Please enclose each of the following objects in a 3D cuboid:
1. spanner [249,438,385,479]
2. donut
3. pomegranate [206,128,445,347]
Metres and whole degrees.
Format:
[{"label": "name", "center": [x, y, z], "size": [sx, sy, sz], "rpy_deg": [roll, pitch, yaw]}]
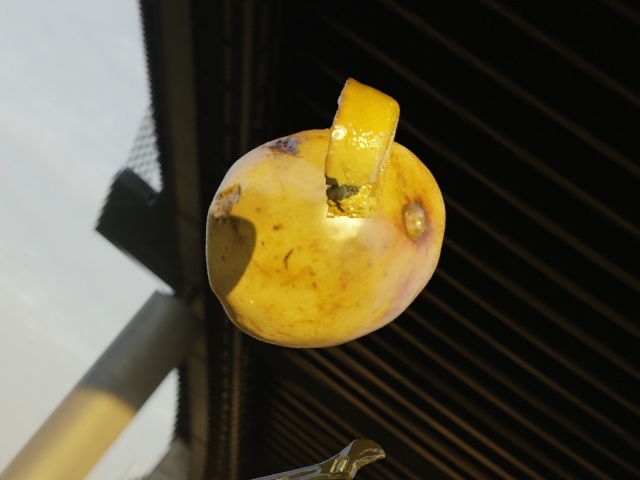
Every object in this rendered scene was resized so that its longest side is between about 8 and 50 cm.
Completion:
[{"label": "spanner", "center": [-0.033, 0.246, 1.407], "size": [0.046, 0.208, 0.012], "rpy_deg": [-93, 164, -55]}, {"label": "donut", "center": [0.031, -0.067, 0.984], "size": [0.043, 0.097, 0.108], "rpy_deg": [13, -19, 6]}, {"label": "pomegranate", "center": [0.000, 0.000, 1.443], "size": [0.260, 0.260, 0.260], "rpy_deg": [34, -19, 13]}]
